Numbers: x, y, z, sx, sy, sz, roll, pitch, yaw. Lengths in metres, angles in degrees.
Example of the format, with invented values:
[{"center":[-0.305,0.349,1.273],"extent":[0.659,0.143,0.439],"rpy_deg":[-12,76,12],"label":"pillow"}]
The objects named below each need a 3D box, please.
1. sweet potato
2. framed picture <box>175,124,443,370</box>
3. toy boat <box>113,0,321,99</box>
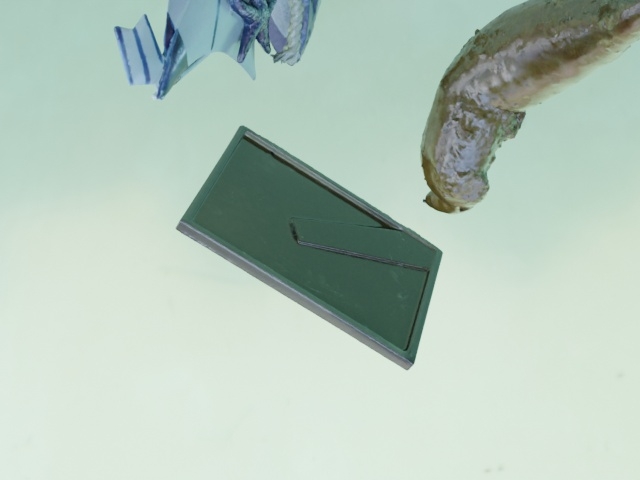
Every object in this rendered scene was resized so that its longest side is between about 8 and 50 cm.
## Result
[{"center":[0.172,-0.140,0.913],"extent":[0.098,0.124,0.310],"rpy_deg":[9,141,-36],"label":"sweet potato"},{"center":[0.000,0.000,1.154],"extent":[0.289,0.213,0.016],"rpy_deg":[31,128,-7],"label":"framed picture"},{"center":[-0.076,-0.222,0.981],"extent":[0.070,0.291,0.210],"rpy_deg":[8,153,34],"label":"toy boat"}]
